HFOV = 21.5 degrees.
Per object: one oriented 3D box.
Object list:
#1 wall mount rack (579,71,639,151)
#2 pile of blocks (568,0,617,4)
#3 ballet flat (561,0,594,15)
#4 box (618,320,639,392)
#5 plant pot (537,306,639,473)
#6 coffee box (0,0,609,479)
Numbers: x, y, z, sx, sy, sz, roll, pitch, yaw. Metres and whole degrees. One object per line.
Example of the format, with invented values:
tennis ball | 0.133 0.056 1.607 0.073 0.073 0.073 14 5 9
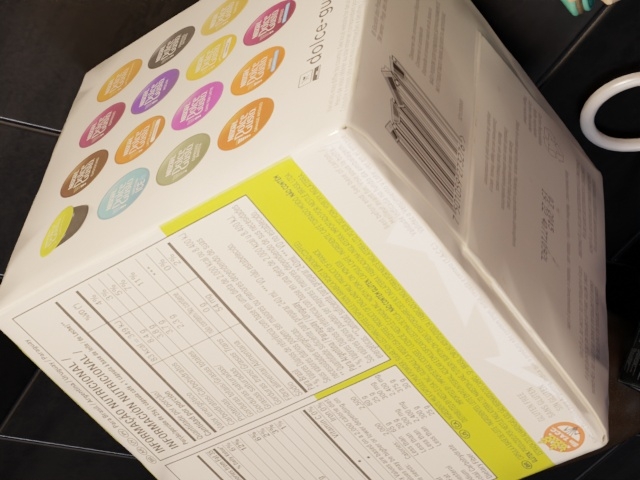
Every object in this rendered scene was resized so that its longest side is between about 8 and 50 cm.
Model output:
wall mount rack | 0.420 -0.057 1.591 0.350 0.130 0.304 -4 144 -3
pile of blocks | 0.241 -0.304 1.155 0.149 0.112 0.362 -9 134 -32
ballet flat | 0.171 -0.276 1.303 0.087 0.083 0.247 5 143 12
box | 0.410 0.091 1.761 0.184 0.190 0.045 28 171 -40
plant pot | 0.267 0.148 1.811 0.230 0.215 0.215 5 145 -40
coffee box | 0.000 0.000 1.349 0.334 0.337 0.338 -27 120 27
